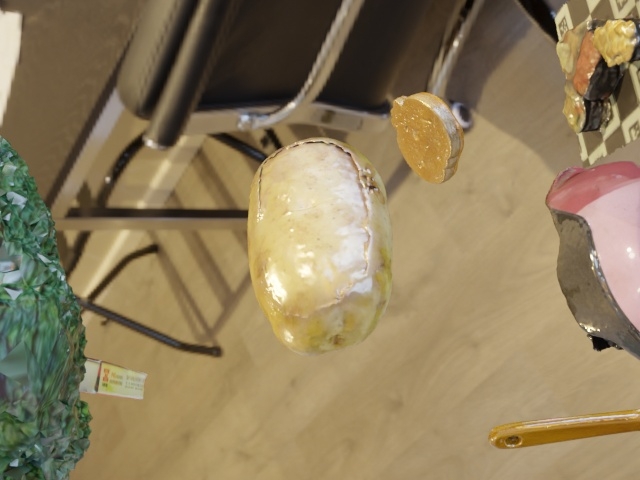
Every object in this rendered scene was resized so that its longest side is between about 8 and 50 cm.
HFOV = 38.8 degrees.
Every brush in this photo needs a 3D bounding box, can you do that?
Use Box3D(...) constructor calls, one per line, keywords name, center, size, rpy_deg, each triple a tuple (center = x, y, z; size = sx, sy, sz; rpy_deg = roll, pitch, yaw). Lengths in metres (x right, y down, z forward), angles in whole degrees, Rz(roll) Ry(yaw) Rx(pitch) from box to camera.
Box3D(name="brush", center=(0.179, 0.101, 0.508), size=(0.014, 0.169, 0.043), rpy_deg=(-92, -8, -52))

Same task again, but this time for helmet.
Box3D(name="helmet", center=(0.339, 0.007, 0.924), size=(0.154, 0.198, 0.253), rpy_deg=(-34, 28, 48))

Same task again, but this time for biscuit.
Box3D(name="biscuit", center=(0.191, -0.189, 1.598), size=(0.170, 0.050, 0.170), rpy_deg=(43, 149, 34))

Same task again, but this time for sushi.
Box3D(name="sushi", center=(0.207, -0.139, 0.664), size=(0.201, 0.031, 0.139), rpy_deg=(128, 135, -78))

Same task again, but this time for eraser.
Box3D(name="eraser", center=(-0.293, 0.137, 0.976), size=(0.157, 0.230, 0.038), rpy_deg=(10, 79, 7))

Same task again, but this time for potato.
Box3D(name="potato", center=(0.000, 0.000, 0.654), size=(0.107, 0.080, 0.171), rpy_deg=(-18, 54, 11))

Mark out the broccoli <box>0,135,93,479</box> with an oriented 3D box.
Box3D(name="broccoli", center=(-0.224, 0.042, 0.362), size=(0.295, 0.245, 0.265), rpy_deg=(56, 150, 0))
